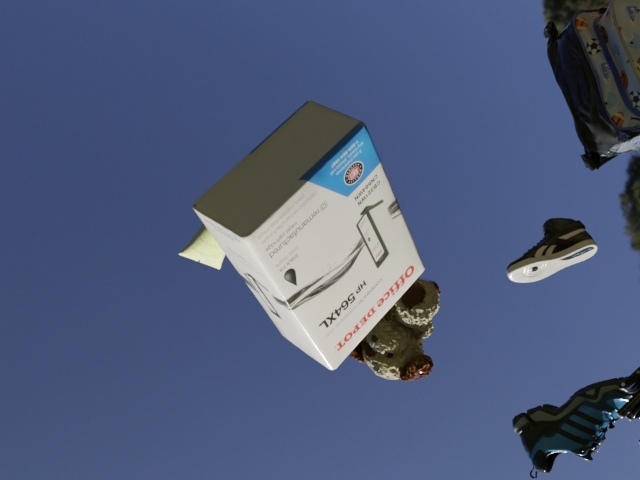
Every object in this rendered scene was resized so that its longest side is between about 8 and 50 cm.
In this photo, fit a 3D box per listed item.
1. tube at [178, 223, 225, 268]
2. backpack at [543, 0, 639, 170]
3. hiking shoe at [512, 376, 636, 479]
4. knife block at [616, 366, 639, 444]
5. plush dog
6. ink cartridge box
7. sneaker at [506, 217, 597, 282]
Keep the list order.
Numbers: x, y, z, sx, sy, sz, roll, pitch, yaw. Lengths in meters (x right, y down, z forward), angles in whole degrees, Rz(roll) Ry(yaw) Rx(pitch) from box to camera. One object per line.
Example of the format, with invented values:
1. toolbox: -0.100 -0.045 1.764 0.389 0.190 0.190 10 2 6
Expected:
1. tube: -0.211 -0.009 1.452 0.062 0.240 0.070 -28 -103 -35
2. backpack: 0.542 -0.280 1.199 0.263 0.213 0.277 -9 -102 -19
3. hiking shoe: 0.545 0.373 1.477 0.113 0.304 0.132 16 -131 -47
4. knife block: 0.600 0.221 1.115 0.088 0.275 0.242 24 -116 -53
5. plush dog: 0.159 0.182 1.552 0.210 0.262 0.226 15 -90 -47
6. ink cartridge box: 0.000 0.000 0.679 0.148 0.203 0.086 -46 -135 -16
7. sneaker: 0.533 0.017 1.745 0.216 0.079 0.121 -19 -132 2
